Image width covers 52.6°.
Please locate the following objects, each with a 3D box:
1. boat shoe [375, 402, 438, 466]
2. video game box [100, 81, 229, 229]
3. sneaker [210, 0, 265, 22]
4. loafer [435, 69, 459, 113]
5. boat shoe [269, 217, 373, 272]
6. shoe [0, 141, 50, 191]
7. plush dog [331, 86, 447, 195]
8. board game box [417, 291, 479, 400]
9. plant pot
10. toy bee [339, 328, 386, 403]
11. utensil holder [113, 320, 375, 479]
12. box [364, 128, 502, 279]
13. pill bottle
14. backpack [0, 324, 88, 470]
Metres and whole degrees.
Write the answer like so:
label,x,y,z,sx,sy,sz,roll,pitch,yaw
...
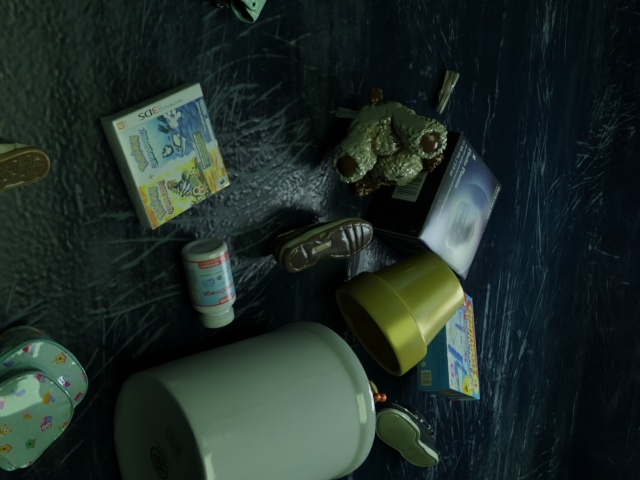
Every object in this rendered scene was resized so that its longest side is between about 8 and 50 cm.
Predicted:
label,x,y,z,sx,sy,sz,roll,pitch,yaw
boat shoe,0.253,0.537,1.878,0.340,0.127,0.113,48,36,-36
video game box,-0.266,-0.152,1.142,0.187,0.048,0.205,-35,125,-34
sneaker,-0.097,-0.463,1.201,0.256,0.094,0.151,8,89,-39
loafer,0.334,-0.402,1.751,0.125,0.039,0.045,-64,171,-9
boat shoe,0.000,-0.007,1.441,0.258,0.095,0.095,-14,119,-38
shoe,-0.495,-0.093,0.903,0.219,0.058,0.076,-20,135,-39
plush dog,0.159,-0.213,1.510,0.225,0.263,0.210,63,13,-51
board game box,0.355,0.279,1.812,0.302,0.086,0.308,32,53,-57
plant pot,0.204,0.155,1.554,0.239,0.254,0.254,-33,126,-14
toy bee,0.072,0.396,1.593,0.195,0.162,0.298,-12,110,-44
utensil holder,-0.143,0.350,1.221,0.386,0.328,0.327,-10,108,-44
box,0.304,-0.095,1.695,0.294,0.183,0.296,35,75,-49
pill bottle,-0.210,0.082,1.240,0.087,0.087,0.160,-28,121,-40
backpack,-0.452,0.231,0.975,0.188,0.144,0.166,-53,129,-28
